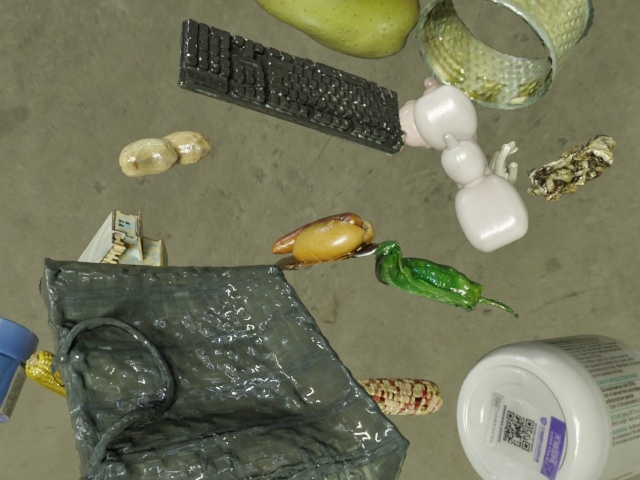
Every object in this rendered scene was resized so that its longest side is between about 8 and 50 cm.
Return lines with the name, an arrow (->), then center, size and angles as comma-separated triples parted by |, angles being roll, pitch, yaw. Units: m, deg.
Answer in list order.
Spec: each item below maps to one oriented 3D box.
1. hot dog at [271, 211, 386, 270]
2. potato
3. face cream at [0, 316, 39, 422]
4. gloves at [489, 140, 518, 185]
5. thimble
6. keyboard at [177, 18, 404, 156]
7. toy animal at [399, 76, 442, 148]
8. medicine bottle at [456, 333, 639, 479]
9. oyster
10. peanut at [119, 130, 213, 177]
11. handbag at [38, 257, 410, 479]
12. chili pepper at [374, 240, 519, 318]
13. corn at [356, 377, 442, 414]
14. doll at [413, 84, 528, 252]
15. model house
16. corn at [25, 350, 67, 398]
hot dog -> 0.004, -0.001, 1.737 | 0.325, 0.194, 0.107 | -12, 93, 19
potato -> 0.007, -0.310, 0.816 | 0.248, 0.143, 0.169 | 33, 46, -14
face cream -> -0.851, 0.316, 1.728 | 0.248, 0.249, 0.225 | 11, 62, -5
gloves -> 0.224, -0.086, 0.851 | 0.037, 0.081, 0.044 | -17, 43, -18
thimble -> 0.310, -0.366, 1.205 | 0.270, 0.271, 0.150 | 34, 70, -1
keyboard -> -0.017, -0.138, 0.637 | 0.231, 0.023, 0.072 | 12, 66, -30
toy animal -> 0.197, -0.238, 1.462 | 0.212, 0.124, 0.124 | -38, 87, -6
medicine bottle -> 0.239, 0.154, 0.642 | 0.215, 0.135, 0.135 | 1, 79, -40
oyster -> 0.566, -0.154, 1.555 | 0.222, 0.214, 0.083 | -8, 71, -48
peanut -> -0.361, -0.205, 1.651 | 0.227, 0.104, 0.086 | -20, 120, -27
handbag -> -0.069, 0.098, 0.425 | 0.175, 0.270, 0.089 | 3, 123, -36
chili pepper -> 0.188, 0.064, 1.149 | 0.278, 0.122, 0.065 | 21, 81, -25
corn -> 0.165, 0.357, 1.615 | 0.253, 0.086, 0.086 | 9, 80, -26
doll -> 0.141, -0.071, 0.666 | 0.059, 0.161, 0.160 | -27, 88, 17
model house -> -0.484, 0.070, 1.797 | 0.206, 0.271, 0.178 | 20, 39, -34
corn -> -0.603, 0.338, 1.679 | 0.080, 0.080, 0.231 | -52, 132, -11
